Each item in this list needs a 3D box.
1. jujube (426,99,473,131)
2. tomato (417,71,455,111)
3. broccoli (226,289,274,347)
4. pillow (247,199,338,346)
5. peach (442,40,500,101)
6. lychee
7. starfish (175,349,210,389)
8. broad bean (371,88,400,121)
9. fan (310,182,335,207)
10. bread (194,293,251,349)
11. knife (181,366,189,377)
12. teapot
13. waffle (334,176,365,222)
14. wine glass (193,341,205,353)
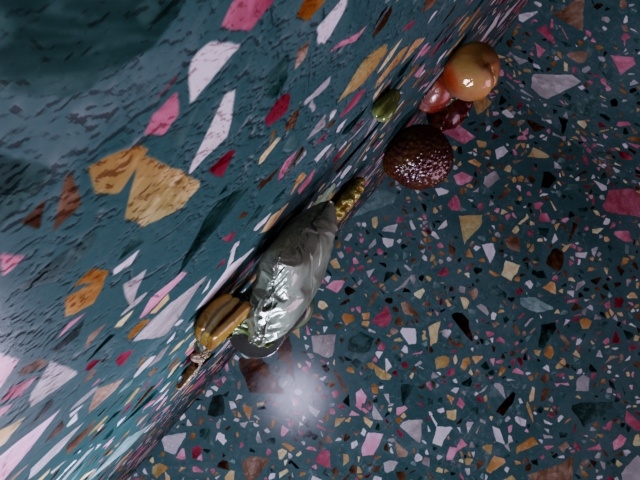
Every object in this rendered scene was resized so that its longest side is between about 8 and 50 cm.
[{"bbox_3d":[0.525,-0.552,2.024,0.250,0.174,0.174,-60,-179,-26],"label":"jujube"},{"bbox_3d":[0.458,-0.541,1.804,0.228,0.101,0.228,-47,179,-2],"label":"tomato"},{"bbox_3d":[-0.177,0.207,1.288,0.167,0.160,0.155,-23,177,-39],"label":"broccoli"},{"bbox_3d":[-0.060,0.062,1.171,0.310,0.138,0.283,-55,168,-47],"label":"pillow"},{"bbox_3d":[0.472,-0.526,1.551,0.184,0.184,0.184,-50,176,-4],"label":"peach"},{"bbox_3d":[0.373,-0.316,1.910,0.260,0.261,0.260,-50,176,-4],"label":"lychee"},{"bbox_3d":[-0.344,0.332,1.452,0.240,0.043,0.227,-52,180,-28],"label":"starfish"},{"bbox_3d":[0.138,-0.280,1.023,0.083,0.045,0.063,-57,-178,-34],"label":"broad bean"},{"bbox_3d":[0.001,-0.109,1.411,0.131,0.009,0.240,-52,176,2],"label":"fan"},{"bbox_3d":[-0.222,0.180,1.109,0.116,0.077,0.200,-50,178,-24],"label":"bread"},{"bbox_3d":[-0.384,0.374,1.646,0.072,0.019,0.245,-55,177,20],"label":"knife"},{"bbox_3d":[-0.172,0.261,1.581,0.270,0.200,0.337,-57,173,14],"label":"teapot"},{"bbox_3d":[0.053,-0.093,1.706,0.281,0.058,0.300,-51,-179,-43],"label":"waffle"},{"bbox_3d":[-0.302,0.269,1.337,0.083,0.039,0.042,-44,162,-42],"label":"wine glass"}]
